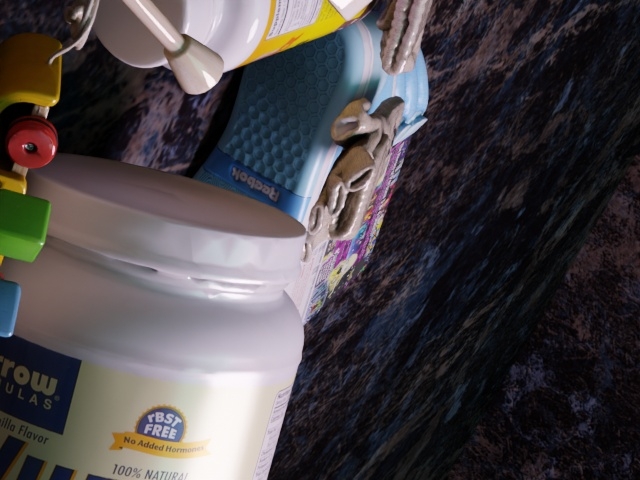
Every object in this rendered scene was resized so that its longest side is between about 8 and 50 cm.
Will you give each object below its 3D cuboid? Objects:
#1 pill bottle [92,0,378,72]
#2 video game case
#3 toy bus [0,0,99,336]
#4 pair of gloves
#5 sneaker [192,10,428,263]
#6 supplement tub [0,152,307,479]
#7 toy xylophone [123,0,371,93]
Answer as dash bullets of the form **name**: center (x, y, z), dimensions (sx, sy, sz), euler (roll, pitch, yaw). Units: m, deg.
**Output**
- **pill bottle**: center (-0.052, -0.176, 0.886), dimensions (0.215, 0.117, 0.117), euler (-29, 150, -51)
- **video game case**: center (0.000, 0.000, 1.454), dimensions (0.210, 0.042, 0.232), euler (-39, 157, -37)
- **toy bus**: center (-0.210, -0.048, 0.756), dimensions (0.191, 0.104, 0.202), euler (155, -52, -65)
- **pair of gloves**: center (0.044, -0.117, 0.986), dimensions (0.204, 0.042, 0.240), euler (-65, 173, -60)
- **sneaker**: center (-0.006, -0.063, 1.196), dimensions (0.208, 0.127, 0.319), euler (-18, 142, -58)
- **supplement tub**: center (-0.146, 0.121, 0.933), dimensions (0.235, 0.235, 0.324), euler (-6, 113, -66)
- **toy xylophone**: center (-0.039, -0.220, 0.707), dimensions (0.236, 0.081, 0.322), euler (-35, 138, 0)
